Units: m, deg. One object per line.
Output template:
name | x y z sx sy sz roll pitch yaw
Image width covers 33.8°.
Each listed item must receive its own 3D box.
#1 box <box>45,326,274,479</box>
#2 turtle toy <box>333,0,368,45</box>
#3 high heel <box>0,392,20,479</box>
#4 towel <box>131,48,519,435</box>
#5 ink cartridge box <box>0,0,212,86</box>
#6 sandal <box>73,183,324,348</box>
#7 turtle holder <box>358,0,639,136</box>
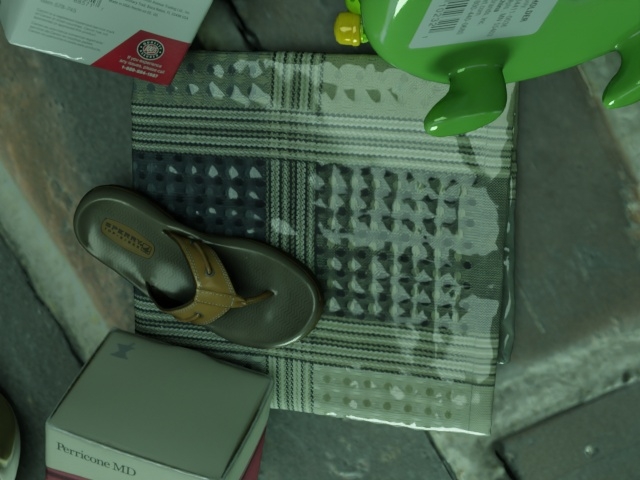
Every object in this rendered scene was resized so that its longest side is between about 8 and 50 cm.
box | -0.138 0.214 0.882 0.148 0.127 0.232 16 126 8
turtle toy | 0.059 -0.197 0.764 0.095 0.066 0.130 5 130 6
high heel | -0.355 0.231 0.983 0.186 0.093 0.261 -30 107 13
towel | 0.000 0.000 0.860 0.324 0.056 0.312 6 106 14
ink cartridge box | -0.141 -0.226 0.744 0.128 0.127 0.176 13 123 -34
sandal | -0.104 0.024 0.832 0.219 0.060 0.090 29 110 6
turtle holder | 0.156 -0.228 0.617 0.320 0.243 0.227 -23 69 8
